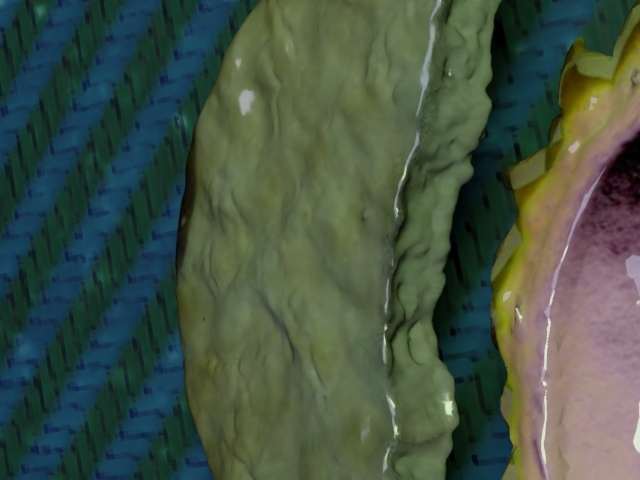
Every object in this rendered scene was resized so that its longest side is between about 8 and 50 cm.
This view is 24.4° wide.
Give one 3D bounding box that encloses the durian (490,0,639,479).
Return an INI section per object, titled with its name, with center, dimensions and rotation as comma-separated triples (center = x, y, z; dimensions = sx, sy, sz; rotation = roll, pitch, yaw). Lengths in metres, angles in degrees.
[durian]
center = 0.147, 0.087, 0.366
dimensions = 0.191, 0.112, 0.341
rotation = -50, 57, 30

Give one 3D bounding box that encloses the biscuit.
[biscuit]
center = -0.002, 0.003, 0.472
dimensions = 0.133, 0.032, 0.250
rotation = 14, 101, 51
